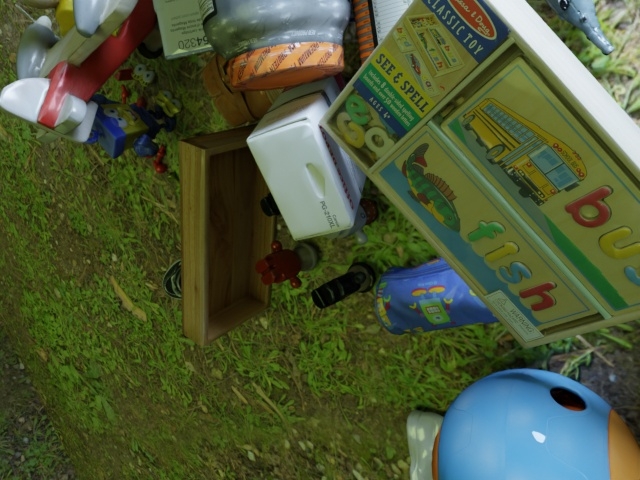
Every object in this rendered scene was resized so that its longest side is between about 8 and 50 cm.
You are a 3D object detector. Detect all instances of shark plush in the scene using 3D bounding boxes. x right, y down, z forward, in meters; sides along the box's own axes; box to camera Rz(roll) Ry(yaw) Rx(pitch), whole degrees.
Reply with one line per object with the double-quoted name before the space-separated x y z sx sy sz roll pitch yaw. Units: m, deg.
"shark plush" 0.298 -0.291 0.653 0.073 0.067 0.161 -22 94 41

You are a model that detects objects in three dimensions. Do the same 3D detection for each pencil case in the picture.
"pencil case" 0.225 0.070 0.826 0.306 0.119 0.133 -19 120 41

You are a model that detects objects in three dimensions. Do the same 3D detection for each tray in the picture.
"tray" -0.180 -0.011 1.055 0.076 0.203 0.411 23 121 30

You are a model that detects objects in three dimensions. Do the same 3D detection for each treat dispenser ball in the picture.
"treat dispenser ball" 0.307 0.333 0.763 0.288 0.288 0.288 16 117 33

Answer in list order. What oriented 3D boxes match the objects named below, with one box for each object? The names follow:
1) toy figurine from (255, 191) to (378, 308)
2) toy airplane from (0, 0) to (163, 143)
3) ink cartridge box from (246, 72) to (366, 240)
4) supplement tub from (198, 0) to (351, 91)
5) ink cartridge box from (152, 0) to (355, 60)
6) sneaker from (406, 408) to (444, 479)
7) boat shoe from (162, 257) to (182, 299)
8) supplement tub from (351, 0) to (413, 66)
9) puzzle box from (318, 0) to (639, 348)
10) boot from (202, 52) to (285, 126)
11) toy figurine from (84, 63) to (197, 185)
"toy figurine" 0.000 0.000 0.967 0.213 0.148 0.209 17 113 34
"toy airplane" -0.449 -0.367 0.954 0.386 0.384 0.272 -35 122 11
"ink cartridge box" -0.005 -0.138 0.806 0.100 0.237 0.172 -14 119 21
"supplement tub" -0.069 -0.363 0.670 0.194 0.193 0.316 -3 102 39
"ink cartridge box" -0.106 -0.462 0.791 0.324 0.071 0.330 -7 100 10
"sneaker" 0.224 0.430 1.016 0.094 0.080 0.212 -3 106 28
"boat shoe" -0.307 0.093 1.264 0.301 0.102 0.108 -15 99 41
"supplement tub" 0.144 -0.308 0.674 0.207 0.207 0.338 2 111 37
"puzzle box" 0.205 -0.067 0.589 0.409 0.052 0.272 47 145 -1
"boot" -0.138 -0.358 0.957 0.220 0.109 0.283 -13 107 45
"toy figurine" -0.407 -0.206 1.141 0.362 0.217 0.191 48 130 12
